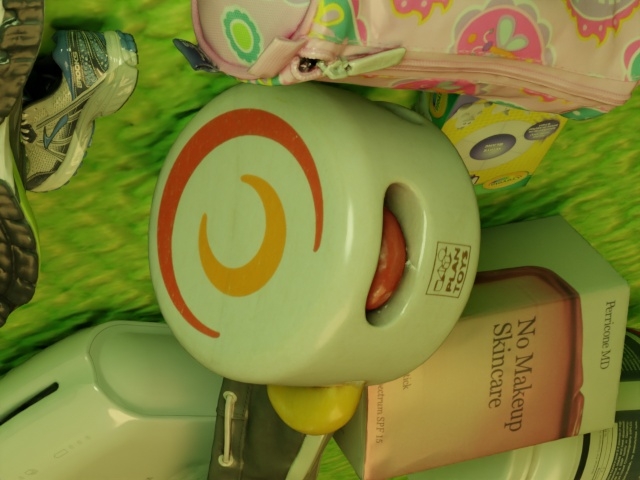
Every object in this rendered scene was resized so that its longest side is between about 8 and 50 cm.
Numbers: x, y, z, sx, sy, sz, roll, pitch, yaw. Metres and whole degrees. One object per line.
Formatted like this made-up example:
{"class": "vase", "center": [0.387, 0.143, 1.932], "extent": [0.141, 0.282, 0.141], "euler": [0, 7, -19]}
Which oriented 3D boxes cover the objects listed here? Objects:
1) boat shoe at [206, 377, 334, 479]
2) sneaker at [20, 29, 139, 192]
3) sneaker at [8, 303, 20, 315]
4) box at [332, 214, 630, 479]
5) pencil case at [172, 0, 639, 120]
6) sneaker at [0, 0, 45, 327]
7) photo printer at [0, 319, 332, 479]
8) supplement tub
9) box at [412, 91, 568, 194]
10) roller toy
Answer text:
{"class": "boat shoe", "center": [-0.057, 0.189, 1.339], "extent": [0.112, 0.095, 0.335], "euler": [-54, 170, -44]}
{"class": "sneaker", "center": [-0.160, -0.080, 0.962], "extent": [0.058, 0.052, 0.135], "euler": [10, 138, -31]}
{"class": "sneaker", "center": [-0.230, 0.014, 1.108], "extent": [0.078, 0.067, 0.188], "euler": [-30, 163, -31]}
{"class": "box", "center": [0.119, 0.087, 1.357], "extent": [0.232, 0.127, 0.148], "euler": [-10, 121, -17]}
{"class": "pencil case", "center": [0.064, -0.129, 0.911], "extent": [0.284, 0.124, 0.124], "euler": [1, 151, -39]}
{"class": "sneaker", "center": [-0.198, -0.091, 0.830], "extent": [0.111, 0.121, 0.300], "euler": [-3, 135, -15]}
{"class": "photo printer", "center": [-0.160, 0.163, 1.420], "extent": [0.307, 0.107, 0.256], "euler": [8, 146, -46]}
{"class": "supplement tub", "center": [0.229, 0.181, 1.638], "extent": [0.272, 0.191, 0.191], "euler": [2, 150, -39]}
{"class": "box", "center": [0.113, -0.078, 1.162], "extent": [0.105, 0.043, 0.179], "euler": [-10, 157, -17]}
{"class": "roller toy", "center": [0.000, 0.000, 1.054], "extent": [0.146, 0.209, 0.191], "euler": [8, 140, -48]}
